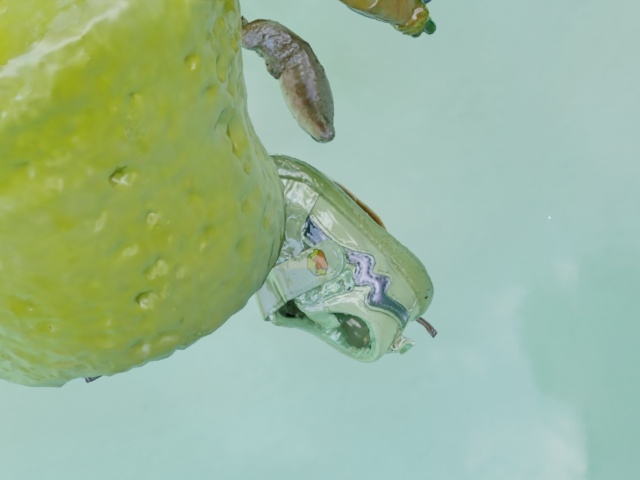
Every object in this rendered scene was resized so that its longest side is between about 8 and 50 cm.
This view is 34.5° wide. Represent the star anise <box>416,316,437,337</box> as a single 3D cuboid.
[{"bbox_3d":[0.096,0.091,1.790,0.177,0.234,0.073,0,122,-6],"label":"star anise"}]

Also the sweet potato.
[{"bbox_3d":[-0.043,-0.290,1.833,0.098,0.124,0.310,-43,72,33],"label":"sweet potato"}]

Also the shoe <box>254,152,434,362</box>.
[{"bbox_3d":[-0.002,0.014,0.976,0.262,0.128,0.140,35,135,-20],"label":"shoe"}]

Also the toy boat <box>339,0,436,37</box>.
[{"bbox_3d":[0.022,-0.262,0.830,0.089,0.088,0.229,-28,91,30],"label":"toy boat"}]

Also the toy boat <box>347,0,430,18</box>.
[{"bbox_3d":[0.087,-0.515,1.905,0.210,0.291,0.070,-5,58,29],"label":"toy boat"}]

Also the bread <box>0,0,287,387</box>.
[{"bbox_3d":[-0.191,-0.090,0.761,0.348,0.348,0.308,-15,131,12],"label":"bread"}]

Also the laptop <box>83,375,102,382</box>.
[{"bbox_3d":[-0.417,0.163,1.904,0.129,0.016,0.180,-28,114,-7],"label":"laptop"}]

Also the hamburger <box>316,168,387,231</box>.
[{"bbox_3d":[0.000,0.000,1.337,0.116,0.210,0.173,-16,50,41],"label":"hamburger"}]
